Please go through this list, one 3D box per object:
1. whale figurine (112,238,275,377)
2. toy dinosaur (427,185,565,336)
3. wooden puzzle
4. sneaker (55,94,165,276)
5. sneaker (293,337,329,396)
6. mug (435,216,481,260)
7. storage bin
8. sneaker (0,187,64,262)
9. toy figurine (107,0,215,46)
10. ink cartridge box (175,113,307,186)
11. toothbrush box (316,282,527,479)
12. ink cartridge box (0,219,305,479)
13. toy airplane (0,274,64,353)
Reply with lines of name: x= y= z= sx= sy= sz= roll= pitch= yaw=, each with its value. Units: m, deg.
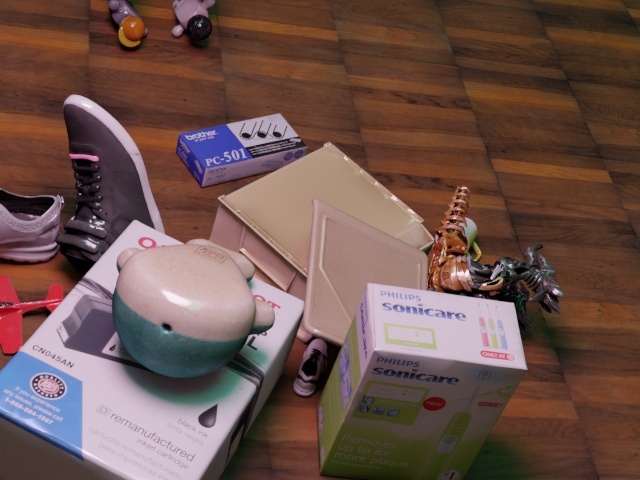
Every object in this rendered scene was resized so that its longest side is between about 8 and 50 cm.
whale figurine: x=-0.166 y=0.082 z=1.521 sx=0.216 sy=0.141 sz=0.272 roll=22 pitch=17 yaw=1
toy dinosaur: x=0.242 y=0.075 z=1.847 sx=0.218 sy=0.322 sz=0.164 roll=2 pitch=2 yaw=-15
wooden puzzle: x=0.065 y=0.074 z=1.736 sx=0.221 sy=0.044 sz=0.238 roll=26 pitch=48 yaw=-30
sneaker: x=-0.330 y=-0.059 z=1.741 sx=0.105 sy=0.295 sz=0.147 roll=10 pitch=43 yaw=35
sneaker: x=-0.008 y=0.181 z=1.763 sx=0.040 sy=0.043 sz=0.109 roll=18 pitch=41 yaw=1
mug: x=0.239 y=-0.003 z=2.042 sx=0.062 sy=0.078 sz=0.064 roll=2 pitch=23 yaw=31
storage bin: x=0.000 y=0.000 z=1.896 sx=0.260 sy=0.123 sz=0.262 roll=41 pitch=47 yaw=22
sneaker: x=-0.507 y=-0.039 z=1.729 sx=0.281 sy=0.115 sz=0.105 roll=-1 pitch=43 yaw=-36
toy figurine: x=-0.288 y=-0.469 z=2.211 sx=0.213 sy=0.209 sz=0.148 roll=-3 pitch=36 yaw=-23
ink cartridge box: x=-0.136 y=-0.158 z=2.065 sx=0.207 sy=0.046 sz=0.097 roll=-16 pitch=52 yaw=-32
toothbrush box: x=0.127 y=0.203 z=1.612 sx=0.206 sy=0.283 sz=0.122 roll=9 pitch=43 yaw=-12
ink cartridge box: x=-0.232 y=0.189 z=1.582 sx=0.285 sy=0.166 sz=0.395 roll=26 pitch=42 yaw=6
toy airplane: x=-0.425 y=0.098 z=1.709 sx=0.151 sy=0.028 sz=0.151 roll=10 pitch=42 yaw=-9
